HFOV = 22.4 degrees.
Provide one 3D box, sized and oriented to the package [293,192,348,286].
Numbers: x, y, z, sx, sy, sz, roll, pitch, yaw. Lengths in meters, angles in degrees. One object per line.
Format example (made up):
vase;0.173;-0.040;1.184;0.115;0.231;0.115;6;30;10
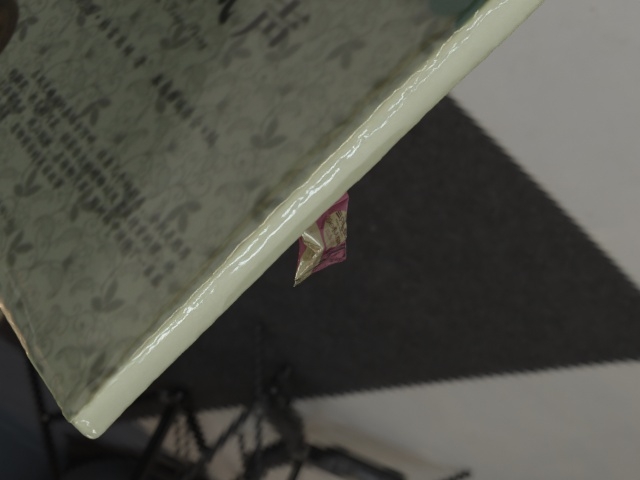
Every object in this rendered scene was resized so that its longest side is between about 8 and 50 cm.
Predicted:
package;0.000;0.000;1.390;0.029;0.059;0.083;41;146;34

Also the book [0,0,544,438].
book;-0.010;-0.128;0.648;0.031;0.379;0.264;44;-179;-44
